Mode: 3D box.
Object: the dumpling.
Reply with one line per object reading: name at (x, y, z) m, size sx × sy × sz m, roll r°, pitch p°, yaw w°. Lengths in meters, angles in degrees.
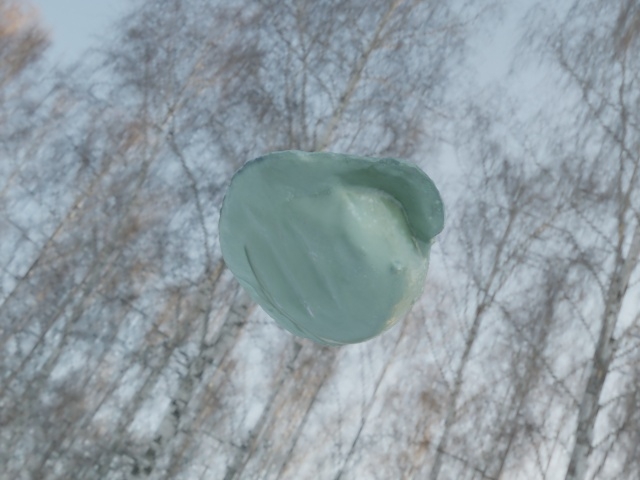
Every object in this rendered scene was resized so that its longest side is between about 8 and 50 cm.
dumpling at (0.012, -0.002, 0.726) m, size 0.153 × 0.108 × 0.219 m, roll 48°, pitch -45°, yaw 7°
